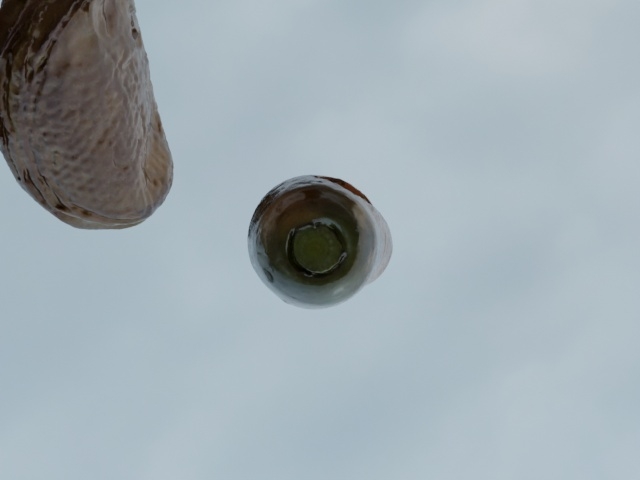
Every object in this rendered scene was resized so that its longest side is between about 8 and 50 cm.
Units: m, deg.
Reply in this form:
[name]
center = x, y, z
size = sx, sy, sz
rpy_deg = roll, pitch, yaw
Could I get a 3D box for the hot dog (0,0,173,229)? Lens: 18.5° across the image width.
[hot dog]
center = -0.218, -0.136, 1.814
size = 0.122, 0.272, 0.196
rpy_deg = 5, -136, 19

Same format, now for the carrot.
[carrot]
center = 0.000, 0.000, 1.235
size = 0.087, 0.087, 0.193
rpy_deg = -21, 180, 4
